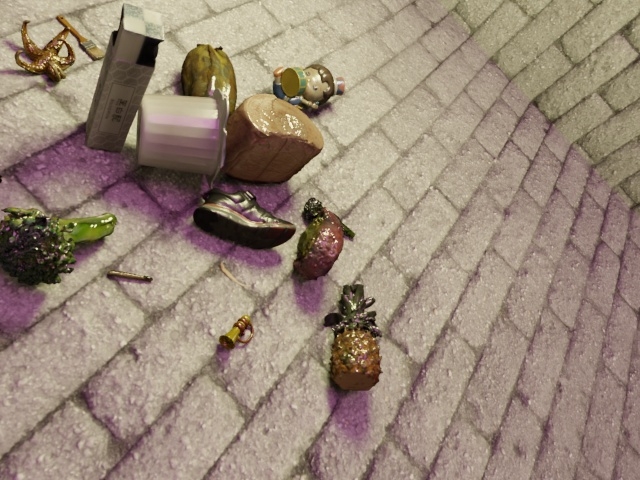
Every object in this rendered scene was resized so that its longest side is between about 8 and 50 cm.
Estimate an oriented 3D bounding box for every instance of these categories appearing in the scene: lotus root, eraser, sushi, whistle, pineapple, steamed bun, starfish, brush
[{"bbox_3d":[-0.335,-0.462,1.681,0.152,0.160,0.275,32,45,-49],"label":"lotus root"},{"bbox_3d":[-0.480,-0.375,1.343,0.098,0.404,0.097,6,58,-31],"label":"eraser"},{"bbox_3d":[0.008,-0.002,1.606,0.107,0.161,0.241,36,67,-16],"label":"sushi"},{"bbox_3d":[-0.203,0.233,1.414,0.057,0.046,0.109,37,39,9],"label":"whistle"},{"bbox_3d":[0.092,0.259,1.556,0.170,0.141,0.310,8,47,-3],"label":"pineapple"},{"bbox_3d":[-0.166,-0.305,1.636,0.301,0.251,0.199,7,58,-44],"label":"steamed bun"},{"bbox_3d":[-0.729,-0.510,1.478,0.146,0.074,0.190,24,51,-24],"label":"starfish"},{"bbox_3d":[-0.692,-0.585,1.595,0.170,0.014,0.043,45,45,-3],"label":"brush"}]

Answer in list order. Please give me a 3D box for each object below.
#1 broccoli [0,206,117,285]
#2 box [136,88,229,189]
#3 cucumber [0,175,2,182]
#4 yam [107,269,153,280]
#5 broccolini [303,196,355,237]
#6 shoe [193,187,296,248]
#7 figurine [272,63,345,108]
[{"bbox_3d":[-0.603,-0.008,1.240,0.198,0.177,0.275,7,19,6],"label":"broccoli"},{"bbox_3d":[-0.364,-0.281,1.435,0.206,0.291,0.263,1,77,-21],"label":"box"},{"bbox_3d":[-0.784,-0.143,1.233,0.134,0.033,0.034,10,60,-31],"label":"cucumber"},{"bbox_3d":[-0.457,0.085,1.340,0.107,0.014,0.014,13,56,-30],"label":"yam"},{"bbox_3d":[0.036,-0.074,1.767,0.202,0.068,0.091,22,23,-26],"label":"broccolini"},{"bbox_3d":[-0.209,-0.068,1.558,0.290,0.114,0.137,18,48,-22],"label":"shoe"},{"bbox_3d":[-0.038,-0.542,1.943,0.275,0.158,0.161,-25,88,-42],"label":"figurine"}]
